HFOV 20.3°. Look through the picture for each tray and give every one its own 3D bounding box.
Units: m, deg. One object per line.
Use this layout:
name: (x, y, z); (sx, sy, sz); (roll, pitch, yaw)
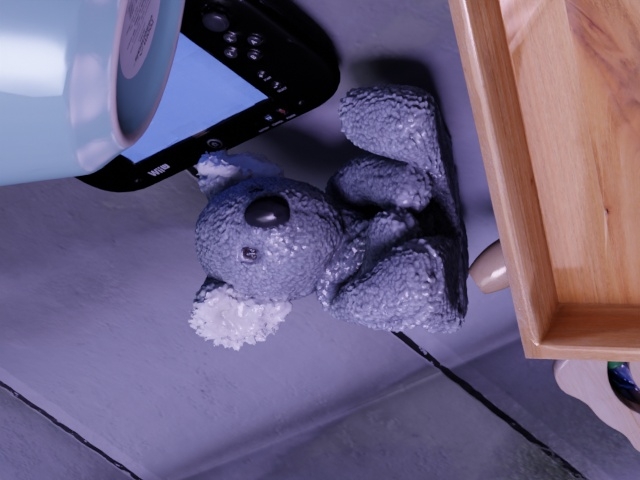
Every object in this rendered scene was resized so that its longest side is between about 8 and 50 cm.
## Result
tray: (0.212, -0.101, 1.240); (0.203, 0.076, 0.411); (0, 122, 26)

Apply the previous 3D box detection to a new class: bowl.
bowl: (-0.193, -0.166, 1.243); (0.163, 0.311, 0.311); (13, 142, 8)

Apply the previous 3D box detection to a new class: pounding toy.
pounding toy: (0.255, 0.045, 1.488); (0.154, 0.155, 0.269); (-38, 128, 18)

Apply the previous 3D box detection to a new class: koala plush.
koala plush: (0.000, 0.000, 1.438); (0.221, 0.196, 0.203); (-6, 163, 11)

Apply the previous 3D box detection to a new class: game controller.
game controller: (-0.133, -0.125, 1.465); (0.319, 0.067, 0.166); (-21, 126, 43)
